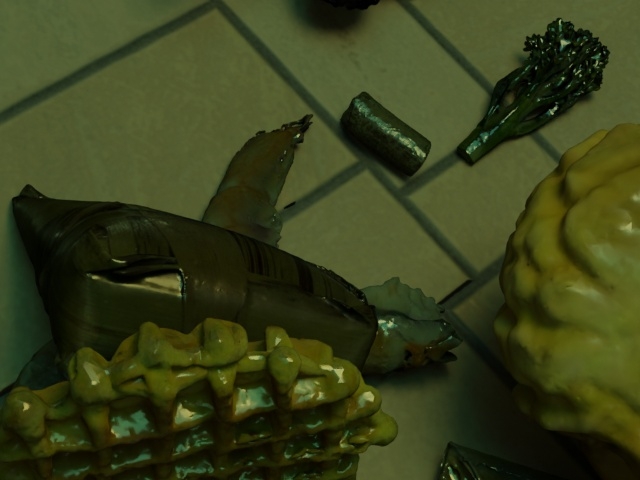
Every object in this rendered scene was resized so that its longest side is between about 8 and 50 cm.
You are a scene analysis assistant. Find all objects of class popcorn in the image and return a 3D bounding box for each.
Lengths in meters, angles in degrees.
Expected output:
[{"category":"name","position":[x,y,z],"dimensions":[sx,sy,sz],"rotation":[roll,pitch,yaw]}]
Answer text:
[{"category":"popcorn","position":[0.312,0.065,1.087],"dimensions":[0.349,0.381,0.349],"rotation":[-1,87,10]}]

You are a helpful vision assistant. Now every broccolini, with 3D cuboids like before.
[{"category":"broccolini","position":[0.216,-0.146,1.333],"dimensions":[0.091,0.068,0.202],"rotation":[47,59,-8]}]

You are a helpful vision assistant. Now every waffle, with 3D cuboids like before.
[{"category":"waffle","position":[-0.102,0.143,0.925],"dimensions":[0.309,0.283,0.065],"rotation":[26,36,-44]}]

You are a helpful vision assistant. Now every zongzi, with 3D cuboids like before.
[{"category":"zongzi","position":[-0.111,0.031,1.103],"dimensions":[0.260,0.123,0.289],"rotation":[11,13,-23]}]

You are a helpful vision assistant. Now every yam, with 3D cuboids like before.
[{"category":"yam","position":[0.063,-0.101,1.281],"dimensions":[0.094,0.043,0.043],"rotation":[37,58,7]}]

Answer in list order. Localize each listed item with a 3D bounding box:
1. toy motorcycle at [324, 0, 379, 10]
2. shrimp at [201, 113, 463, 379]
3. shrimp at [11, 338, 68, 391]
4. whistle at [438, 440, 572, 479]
[{"category":"toy motorcycle","position":[0.017,-0.326,1.347],"dimensions":[0.401,0.134,0.207],"rotation":[-35,73,-30]},{"category":"shrimp","position":[-0.018,0.019,1.188],"dimensions":[0.185,0.068,0.287],"rotation":[-18,56,-27]},{"category":"shrimp","position":[-0.152,0.184,1.042],"dimensions":[0.178,0.075,0.289],"rotation":[-23,68,-20]},{"category":"whistle","position":[0.251,0.246,1.116],"dimensions":[0.326,0.057,0.068],"rotation":[18,64,-3]}]
